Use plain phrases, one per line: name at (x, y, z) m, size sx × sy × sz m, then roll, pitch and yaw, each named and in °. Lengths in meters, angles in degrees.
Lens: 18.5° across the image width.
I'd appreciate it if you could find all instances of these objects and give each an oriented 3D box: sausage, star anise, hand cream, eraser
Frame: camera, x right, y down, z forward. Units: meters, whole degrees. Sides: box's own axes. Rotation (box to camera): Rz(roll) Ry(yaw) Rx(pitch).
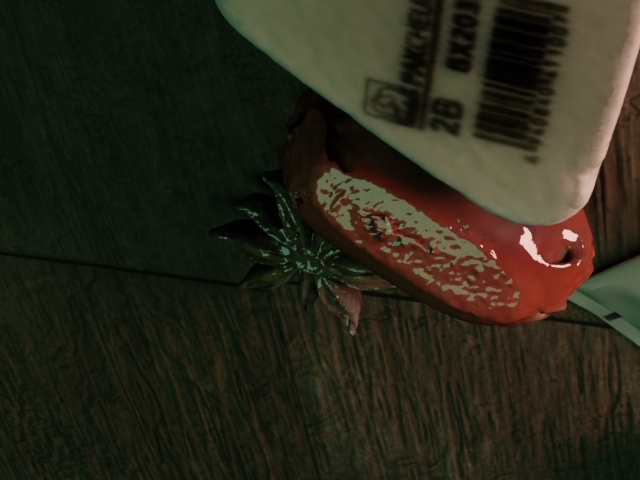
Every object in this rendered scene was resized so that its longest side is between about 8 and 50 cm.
sausage at (0.096, -0.030, 1.593) m, size 0.279 × 0.152 × 0.152 m, roll 31°, pitch 142°, yaw -11°
star anise at (0.000, 0.000, 1.747) m, size 0.195 × 0.065 × 0.182 m, roll 22°, pitch 139°, yaw 3°
hand cream at (0.337, 0.027, 1.644) m, size 0.109 × 0.067 × 0.320 m, roll 32°, pitch 146°, yaw -20°
eraser at (0.127, -0.156, 1.414) m, size 0.331 × 0.150 × 0.331 m, roll 12°, pitch 145°, yaw 8°
